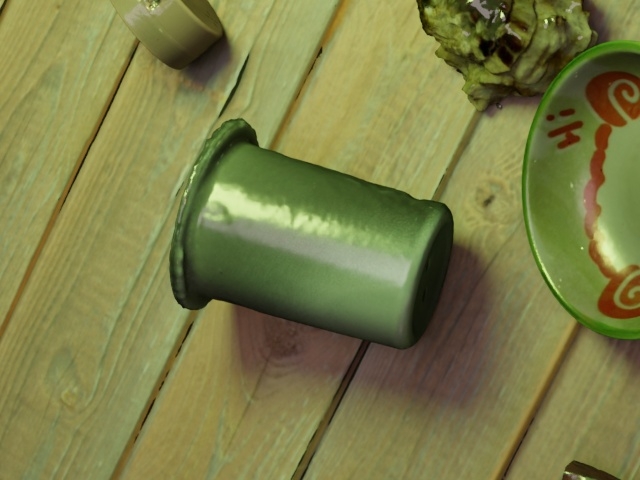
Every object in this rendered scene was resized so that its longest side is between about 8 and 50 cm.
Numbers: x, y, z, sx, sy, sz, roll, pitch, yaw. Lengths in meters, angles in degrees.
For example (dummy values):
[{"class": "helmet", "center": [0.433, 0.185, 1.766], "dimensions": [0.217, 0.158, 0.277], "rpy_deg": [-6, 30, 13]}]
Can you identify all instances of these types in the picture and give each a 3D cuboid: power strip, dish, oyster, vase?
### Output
[{"class": "power strip", "center": [-0.200, -0.296, 1.904], "dimensions": [0.078, 0.154, 0.154], "rpy_deg": [-37, 74, 14]}, {"class": "dish", "center": [0.371, -0.056, 1.651], "dimensions": [0.324, 0.124, 0.324], "rpy_deg": [9, 101, 58]}, {"class": "oyster", "center": [0.196, -0.326, 1.766], "dimensions": [0.198, 0.133, 0.337], "rpy_deg": [-21, 83, 11]}, {"class": "vase", "center": [0.000, 0.000, 1.780], "dimensions": [0.291, 0.245, 0.245], "rpy_deg": [14, 92, 16]}]

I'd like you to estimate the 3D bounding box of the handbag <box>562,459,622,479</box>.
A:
[{"class": "handbag", "center": [0.352, 0.381, 1.658], "dimensions": [0.235, 0.127, 0.213], "rpy_deg": [20, 96, 24]}]
